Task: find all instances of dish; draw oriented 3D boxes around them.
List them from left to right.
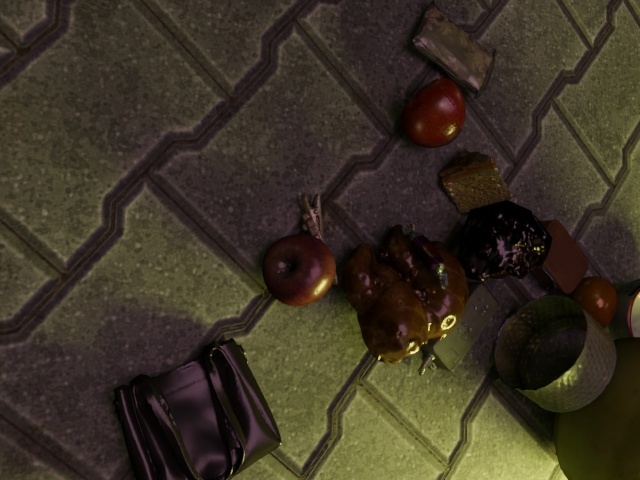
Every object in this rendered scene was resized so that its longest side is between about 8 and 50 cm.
[{"bbox_3d":[0.932,0.232,2.039,0.256,0.117,0.256,2,85,-31],"label":"dish"}]

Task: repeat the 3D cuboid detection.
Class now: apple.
[{"bbox_3d":[-0.042,0.062,1.456,0.120,0.153,0.153,32,67,-65],"label":"apple"},{"bbox_3d":[0.830,0.484,1.784,0.473,0.473,0.473,2,86,-31],"label":"apple"}]

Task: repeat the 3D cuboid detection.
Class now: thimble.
[{"bbox_3d":[0.584,0.286,1.747,0.150,0.271,0.271,37,70,-26],"label":"thimble"}]

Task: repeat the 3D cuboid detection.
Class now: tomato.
[{"bbox_3d":[0.273,-0.298,1.654,0.167,0.167,0.167,2,86,-31],"label":"tomato"}]

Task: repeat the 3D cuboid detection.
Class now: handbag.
[{"bbox_3d":[-0.238,0.345,1.349,0.285,0.113,0.257,-21,91,-29],"label":"handbag"},{"bbox_3d":[0.634,0.049,1.900,0.151,0.072,0.193,-47,111,-24],"label":"handbag"}]

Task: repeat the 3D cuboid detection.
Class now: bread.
[{"bbox_3d":[0.389,-0.146,1.724,0.127,0.152,0.147,-44,111,-16],"label":"bread"}]

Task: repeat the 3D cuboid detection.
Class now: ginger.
[{"bbox_3d":[0.198,0.110,1.596,0.357,0.152,0.274,-27,71,-33],"label":"ginger"}]

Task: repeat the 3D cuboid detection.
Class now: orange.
[{"bbox_3d":[0.748,0.175,1.927,0.156,0.124,0.156,-26,126,-42],"label":"orange"}]

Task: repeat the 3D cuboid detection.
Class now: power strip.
[{"bbox_3d":[0.333,0.229,1.722,0.288,0.053,0.093,-48,111,-24],"label":"power strip"}]

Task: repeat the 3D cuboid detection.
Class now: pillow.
[{"bbox_3d":[0.337,-0.479,1.758,0.255,0.059,0.169,33,71,-24],"label":"pillow"}]

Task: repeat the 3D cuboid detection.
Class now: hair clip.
[{"bbox_3d":[-0.006,0.001,1.529,0.056,0.062,0.214,-13,93,-19],"label":"hair clip"}]

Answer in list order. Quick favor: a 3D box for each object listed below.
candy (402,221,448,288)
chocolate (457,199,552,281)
[{"bbox_3d":[0.236,0.029,1.540,0.045,0.043,0.175,-19,67,-39],"label":"candy"},{"bbox_3d":[0.416,0.047,1.674,0.206,0.224,0.177,48,62,-16],"label":"chocolate"}]
